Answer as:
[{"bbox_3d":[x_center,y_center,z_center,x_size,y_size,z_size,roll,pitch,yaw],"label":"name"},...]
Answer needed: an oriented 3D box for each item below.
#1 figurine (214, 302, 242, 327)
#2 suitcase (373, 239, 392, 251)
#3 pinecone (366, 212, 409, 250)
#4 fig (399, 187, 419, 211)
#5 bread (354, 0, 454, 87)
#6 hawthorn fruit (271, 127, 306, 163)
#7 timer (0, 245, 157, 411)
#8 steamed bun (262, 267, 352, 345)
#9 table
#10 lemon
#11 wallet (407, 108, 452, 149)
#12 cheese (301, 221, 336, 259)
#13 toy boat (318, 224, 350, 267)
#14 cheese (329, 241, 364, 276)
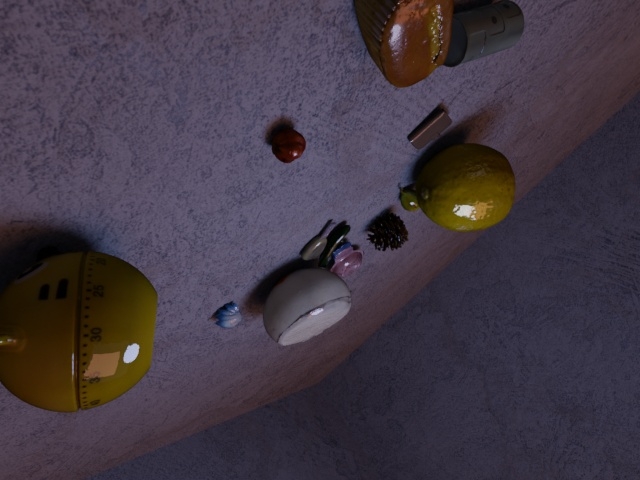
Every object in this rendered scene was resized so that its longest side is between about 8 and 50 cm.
[{"bbox_3d":[-0.354,0.294,1.739,0.114,0.079,0.114,-18,136,-18],"label":"figurine"},{"bbox_3d":[0.309,-0.013,2.122,0.126,0.059,0.086,-45,157,17],"label":"suitcase"},{"bbox_3d":[0.276,-0.026,1.936,0.165,0.163,0.163,-25,156,-4],"label":"pinecone"},{"bbox_3d":[0.365,-0.189,1.867,0.093,0.093,0.166,-35,137,-7],"label":"fig"},{"bbox_3d":[0.198,-0.472,1.003,0.204,0.156,0.288,-35,158,0],"label":"bread"},{"bbox_3d":[-0.076,-0.237,1.141,0.093,0.093,0.093,-31,156,-15],"label":"hawthorn fruit"},{"bbox_3d":[-0.553,0.184,0.967,0.387,0.376,0.376,4,140,-22],"label":"timer"},{"bbox_3d":[-0.067,0.246,1.836,0.374,0.241,0.374,-28,160,-11],"label":"steamed bun"},{"bbox_3d":[0.415,-0.547,1.206,0.220,0.126,0.126,-26,154,-23],"label":"table"},{"bbox_3d":[0.528,-0.202,1.757,0.364,0.364,0.364,-31,156,-15],"label":"lemon"},{"bbox_3d":[0.376,-0.379,1.569,0.153,0.039,0.118,-41,155,16],"label":"wallet"},{"bbox_3d":[0.000,0.000,1.738,0.097,0.037,0.192,-11,145,-50],"label":"cheese"},{"bbox_3d":[0.051,0.020,1.802,0.210,0.052,0.104,-55,180,20],"label":"toy boat"},{"bbox_3d":[0.110,0.088,2.011,0.189,0.074,0.286,-36,153,-5],"label":"cheese"}]
